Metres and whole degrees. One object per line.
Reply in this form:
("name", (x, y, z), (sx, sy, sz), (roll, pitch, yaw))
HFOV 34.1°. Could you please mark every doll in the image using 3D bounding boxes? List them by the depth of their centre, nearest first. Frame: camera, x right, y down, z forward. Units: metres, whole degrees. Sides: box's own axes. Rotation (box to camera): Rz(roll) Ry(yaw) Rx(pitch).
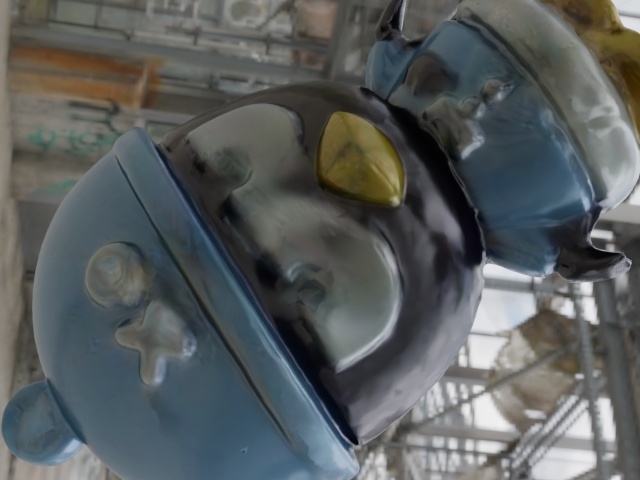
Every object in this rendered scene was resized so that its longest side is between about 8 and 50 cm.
("doll", (0.000, 0.000, 0.444), (0.177, 0.314, 0.141), (55, -1, 19))
